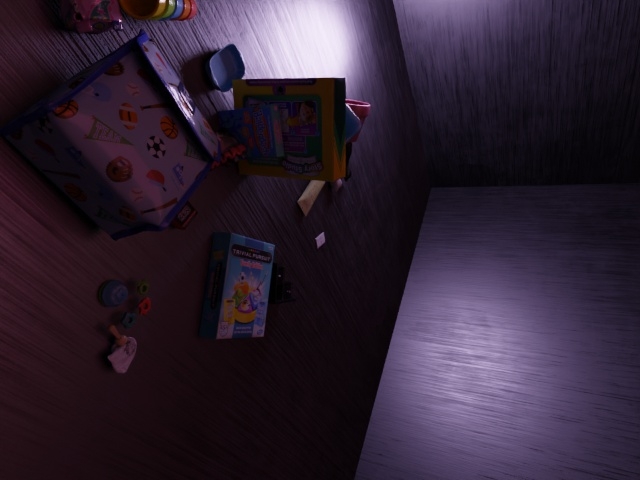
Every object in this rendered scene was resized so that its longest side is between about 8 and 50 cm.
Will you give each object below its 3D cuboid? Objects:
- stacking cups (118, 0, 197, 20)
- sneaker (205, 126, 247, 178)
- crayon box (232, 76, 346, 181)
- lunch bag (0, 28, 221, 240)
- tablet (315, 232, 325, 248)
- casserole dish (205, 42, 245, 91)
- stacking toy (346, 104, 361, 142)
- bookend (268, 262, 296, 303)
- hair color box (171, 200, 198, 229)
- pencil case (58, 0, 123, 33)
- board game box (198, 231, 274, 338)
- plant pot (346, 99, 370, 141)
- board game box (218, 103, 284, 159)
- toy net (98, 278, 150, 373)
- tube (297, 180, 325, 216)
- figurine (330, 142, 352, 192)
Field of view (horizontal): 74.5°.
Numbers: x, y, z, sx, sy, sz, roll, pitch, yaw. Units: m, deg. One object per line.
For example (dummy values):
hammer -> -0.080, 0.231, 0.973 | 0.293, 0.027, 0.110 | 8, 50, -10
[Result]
stacking cups -> -0.386, -0.601, 1.048 | 0.316, 0.096, 0.095 | -83, 162, -62
sneaker -> -0.349, -0.256, 1.242 | 0.276, 0.098, 0.135 | -39, 105, -39
crayon box -> -0.101, -0.364, 1.375 | 0.106, 0.363, 0.312 | -38, 132, -57
lunch bag -> -0.412, -0.250, 0.960 | 0.327, 0.239, 0.385 | 60, 38, -35
tablet -> 0.000, 0.000, 2.014 | 0.083, 0.006, 0.054 | -41, 128, -54
casserole dish -> -0.308, -0.554, 1.355 | 0.188, 0.037, 0.114 | -63, 143, -40
stacking toy -> 0.053, -0.454, 1.542 | 0.166, 0.175, 0.301 | 45, 27, -15
bookend -> -0.161, 0.164, 1.652 | 0.157, 0.073, 0.156 | 7, 85, -63
hair color box -> -0.413, -0.101, 1.176 | 0.071, 0.043, 0.141 | -60, 142, -26
pencil case -> -0.513, -0.582, 0.874 | 0.124, 0.124, 0.283 | -41, 128, -54
board game box -> -0.274, 0.158, 1.430 | 0.254, 0.079, 0.335 | 20, 75, -61
plant pot -> 0.126, -0.578, 2.032 | 0.201, 0.202, 0.180 | -34, 138, -57
board game box -> -0.223, -0.343, 1.347 | 0.047, 0.211, 0.159 | -30, 118, -58
toy net -> -0.493, 0.213, 1.062 | 0.122, 0.045, 0.231 | -2, 95, -64
tube -> -0.035, -0.227, 1.885 | 0.070, 0.062, 0.240 | 32, 59, -9
figurine -> 0.096, -0.367, 2.091 | 0.215, 0.093, 0.209 | -52, 140, -47
